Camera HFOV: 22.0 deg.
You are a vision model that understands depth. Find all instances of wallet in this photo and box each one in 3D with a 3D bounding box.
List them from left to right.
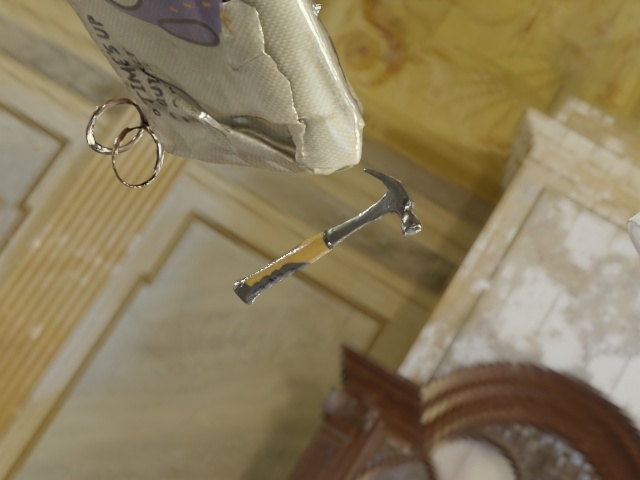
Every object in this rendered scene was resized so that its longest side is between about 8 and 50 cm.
[{"bbox_3d":[-0.100,-0.154,1.099,0.275,0.068,0.335,13,-39,41],"label":"wallet"}]

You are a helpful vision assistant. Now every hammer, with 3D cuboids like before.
[{"bbox_3d":[0.000,0.000,1.553,0.021,0.201,0.078,20,44,-59],"label":"hammer"}]

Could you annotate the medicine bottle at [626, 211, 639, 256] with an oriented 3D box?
[{"bbox_3d":[0.535,-0.053,2.045,0.170,0.293,0.170,54,-4,5],"label":"medicine bottle"}]
